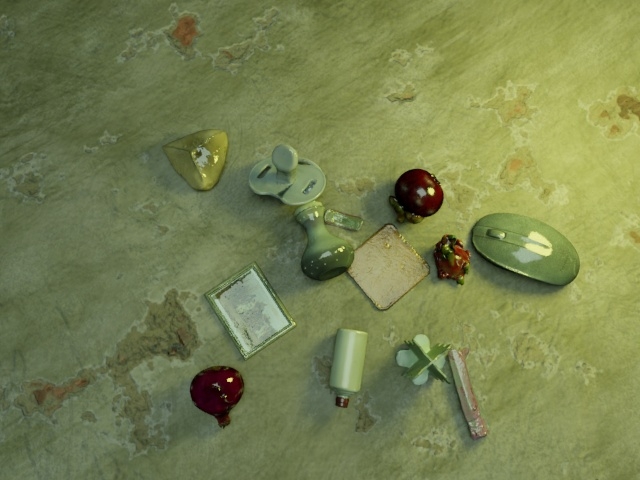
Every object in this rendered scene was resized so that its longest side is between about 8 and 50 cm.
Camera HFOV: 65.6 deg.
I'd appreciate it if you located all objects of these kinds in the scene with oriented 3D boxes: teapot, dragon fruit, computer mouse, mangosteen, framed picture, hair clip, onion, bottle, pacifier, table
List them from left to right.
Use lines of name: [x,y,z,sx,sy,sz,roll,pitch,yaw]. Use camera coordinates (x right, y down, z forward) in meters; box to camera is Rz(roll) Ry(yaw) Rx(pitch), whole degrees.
onion: [-0.324,0.498,1.570,0.173,0.135,0.198,-16,81,0]
framed picture: [-0.239,0.235,1.683,0.217,0.017,0.274,-35,80,-7]
pacifier: [-0.113,-0.243,1.676,0.278,0.207,0.227,20,58,20]
teapot: [0.000,0.000,1.660,0.183,0.183,0.251,-19,67,-3]
hair clip: [0.080,-0.072,1.739,0.137,0.022,0.054,15,80,6]
bottle: [0.086,0.411,1.601,0.104,0.104,0.245,9,78,2]
mangosteen: [0.320,-0.144,1.687,0.199,0.200,0.200,0,79,0]
table: [0.331,0.378,1.556,0.166,0.198,0.167,0,79,0]
dragon fruit: [0.435,0.056,1.676,0.142,0.175,0.138,29,67,37]
computer mouse: [0.697,0.025,1.669,0.373,0.114,0.203,21,80,5]

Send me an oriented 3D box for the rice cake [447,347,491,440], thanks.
rice cake: [0.482,0.491,1.608,0.081,0.051,0.290,-13,79,-1]

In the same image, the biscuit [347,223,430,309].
biscuit: [0.226,0.090,1.710,0.237,0.013,0.232,-39,81,-8]

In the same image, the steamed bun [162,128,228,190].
steamed bun: [-0.423,-0.288,1.745,0.231,0.110,0.213,-21,80,-1]
